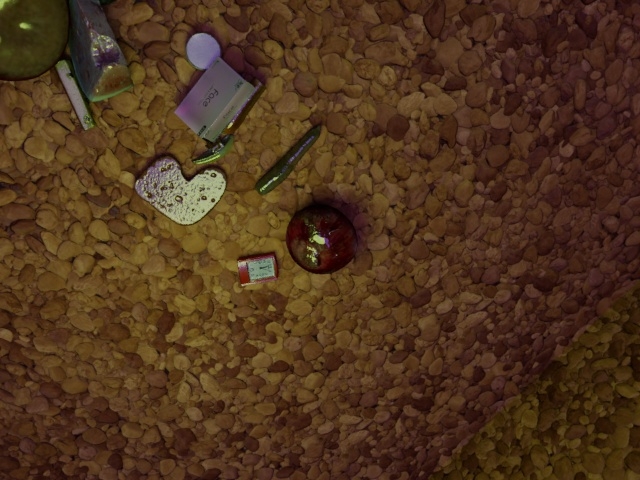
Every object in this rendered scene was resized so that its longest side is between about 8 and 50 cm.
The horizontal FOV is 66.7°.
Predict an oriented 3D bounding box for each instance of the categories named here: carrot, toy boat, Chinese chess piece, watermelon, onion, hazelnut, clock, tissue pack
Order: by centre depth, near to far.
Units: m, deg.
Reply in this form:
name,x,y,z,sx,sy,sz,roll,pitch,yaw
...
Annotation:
name,x,y,z,sx,sy,sz,roll,pitch,yaw
hazelnut,-0.919,-0.667,1.373,0.359,0.359,0.409,10,116,-13
watermelon,-0.675,-0.601,1.523,0.148,0.226,0.318,-21,124,-38
Chinese chess piece,-0.393,-0.635,1.635,0.122,0.051,0.122,-3,108,-9
tissue pack,-0.359,-0.474,1.648,0.148,0.092,0.246,43,100,12
carrot,-0.278,-0.466,1.708,0.067,0.067,0.225,35,99,-19
toy boat,-0.384,-0.323,1.742,0.172,0.065,0.066,-37,125,-3
carrot,-0.111,-0.295,1.801,0.342,0.070,0.070,-45,111,6
onion,0.000,0.000,1.827,0.276,0.276,0.276,-3,110,-8
clock,-0.248,0.109,1.930,0.155,0.061,0.113,-9,111,-10

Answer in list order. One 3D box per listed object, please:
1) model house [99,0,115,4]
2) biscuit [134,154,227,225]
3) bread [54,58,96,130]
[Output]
name,x,y,z,sx,sy,sz,roll,pitch,yaw
model house,-0.655,-0.880,1.349,0.297,0.339,0.360,-21,112,-3
biscuit,-0.503,-0.202,1.776,0.277,0.052,0.262,37,96,-19
bread,-0.803,-0.480,1.604,0.049,0.088,0.226,-19,113,-5
